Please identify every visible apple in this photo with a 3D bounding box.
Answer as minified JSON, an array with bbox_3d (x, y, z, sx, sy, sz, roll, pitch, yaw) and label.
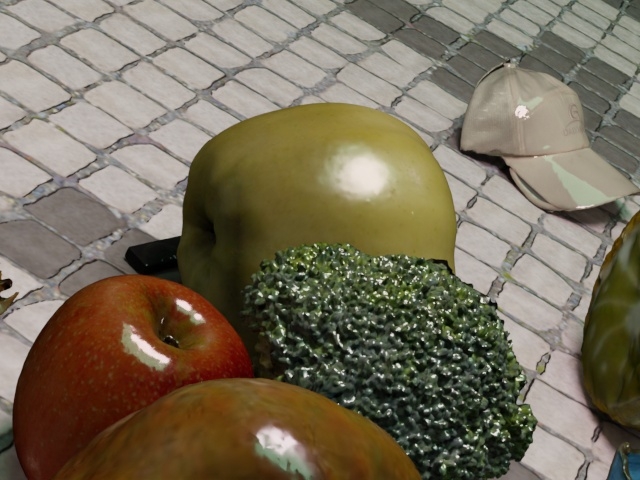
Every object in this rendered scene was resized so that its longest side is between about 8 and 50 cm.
[{"bbox_3d":[-0.134,0.123,1.092,0.181,0.168,0.181,26,26,-14],"label":"apple"},{"bbox_3d":[0.000,0.000,1.324,0.262,0.262,0.262,21,29,-12],"label":"apple"}]

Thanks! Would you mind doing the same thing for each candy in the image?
[{"bbox_3d":[0.363,0.076,1.501,0.118,0.260,0.260,16,30,-16],"label":"candy"}]

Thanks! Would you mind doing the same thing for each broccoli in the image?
[{"bbox_3d":[0.054,0.104,1.150,0.176,0.198,0.226,-1,-27,45],"label":"broccoli"}]

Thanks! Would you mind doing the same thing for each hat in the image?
[{"bbox_3d":[0.322,-0.139,1.956,0.226,0.164,0.219,20,21,36],"label":"hat"}]

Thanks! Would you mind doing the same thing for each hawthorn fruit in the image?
[{"bbox_3d":[-0.077,0.228,0.881,0.267,0.301,0.268,21,59,-38],"label":"hawthorn fruit"}]

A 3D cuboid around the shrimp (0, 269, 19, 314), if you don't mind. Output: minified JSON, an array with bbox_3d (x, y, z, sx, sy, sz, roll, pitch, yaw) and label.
[{"bbox_3d":[-0.322,0.054,1.169,0.115,0.051,0.217,33,31,14],"label":"shrimp"}]

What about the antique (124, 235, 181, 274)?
[{"bbox_3d":[-0.116,0.005,1.461,0.031,0.015,0.192,41,31,24],"label":"antique"}]

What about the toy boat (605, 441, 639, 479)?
[{"bbox_3d":[0.342,0.258,1.368,0.075,0.077,0.185,7,34,-34],"label":"toy boat"}]
